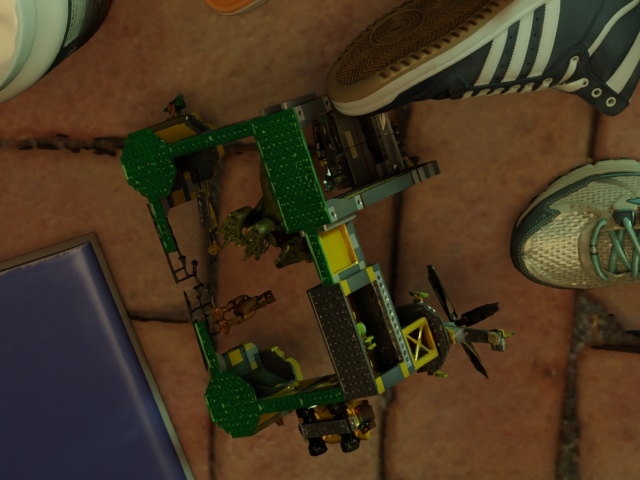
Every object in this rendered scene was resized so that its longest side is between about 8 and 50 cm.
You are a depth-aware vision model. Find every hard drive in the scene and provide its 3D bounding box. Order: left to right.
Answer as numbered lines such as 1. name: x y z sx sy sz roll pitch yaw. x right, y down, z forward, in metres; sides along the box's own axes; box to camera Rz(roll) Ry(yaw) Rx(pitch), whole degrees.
1. hard drive: -0.251 0.172 1.469 0.210 0.040 0.318 -17 105 10

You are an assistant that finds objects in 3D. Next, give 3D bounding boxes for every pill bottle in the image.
1. pill bottle: -0.263 -0.193 1.227 0.161 0.283 0.161 1 108 5

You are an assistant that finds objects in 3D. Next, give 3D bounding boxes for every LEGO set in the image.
1. LEGO set: 0.000 0.000 1.349 0.255 0.192 0.331 -24 91 41

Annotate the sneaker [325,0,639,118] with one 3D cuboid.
1. sneaker: 0.148 -0.141 1.263 0.282 0.099 0.153 -33 124 -10

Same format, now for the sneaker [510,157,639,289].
1. sneaker: 0.300 -0.011 1.322 0.283 0.122 0.110 -10 106 8

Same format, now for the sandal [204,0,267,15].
1. sandal: -0.045 -0.241 1.231 0.102 0.076 0.265 57 142 3
